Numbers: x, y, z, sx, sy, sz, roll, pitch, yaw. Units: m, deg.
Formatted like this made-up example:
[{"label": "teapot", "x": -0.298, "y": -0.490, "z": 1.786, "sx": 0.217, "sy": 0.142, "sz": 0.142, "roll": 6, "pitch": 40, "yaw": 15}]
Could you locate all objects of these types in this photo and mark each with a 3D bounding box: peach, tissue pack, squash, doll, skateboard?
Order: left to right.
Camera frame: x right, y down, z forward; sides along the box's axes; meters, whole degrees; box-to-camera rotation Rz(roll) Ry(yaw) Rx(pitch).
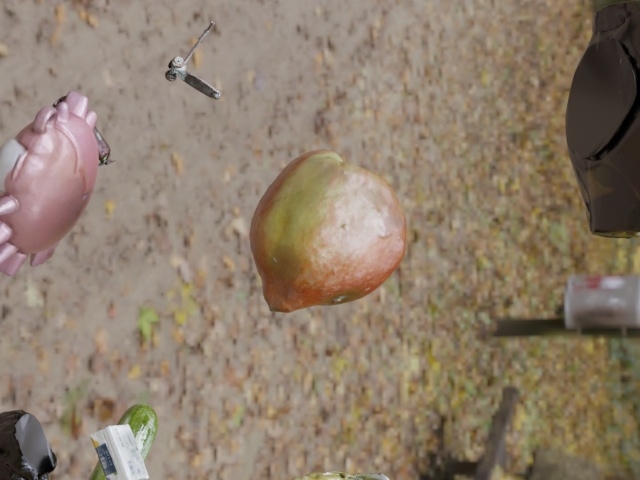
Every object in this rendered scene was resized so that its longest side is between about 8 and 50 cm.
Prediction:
[{"label": "doll", "x": -0.310, "y": -0.058, "z": 1.295, "sx": 0.211, "sy": 0.093, "sz": 0.262, "roll": -60, "pitch": 174, "yaw": -29}, {"label": "squash", "x": -0.311, "y": 0.353, "z": 1.751, "sx": 0.239, "sy": 0.069, "sz": 0.069, "roll": -67, "pitch": 148, "yaw": -33}, {"label": "tissue pack", "x": -0.276, "y": 0.296, "z": 1.579, "sx": 0.083, "sy": 0.042, "sz": 0.062, "roll": 67, "pitch": 17, "yaw": 12}, {"label": "skateboard", "x": -0.121, "y": -0.191, "z": 1.219, "sx": 0.032, "sy": 0.064, "sz": 0.083, "roll": -49, "pitch": -166, "yaw": 48}, {"label": "peach", "x": 0.000, "y": 0.000, "z": 1.717, "sx": 0.256, "sy": 0.232, "sz": 0.232, "roll": -63, "pitch": 154, "yaw": -7}]

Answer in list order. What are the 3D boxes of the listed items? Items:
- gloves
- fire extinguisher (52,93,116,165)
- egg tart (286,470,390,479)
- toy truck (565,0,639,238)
[{"label": "gloves", "x": -0.499, "y": 0.343, "z": 1.751, "sx": 0.129, "sy": 0.181, "sz": 0.106, "roll": 51, "pitch": 22, "yaw": -17}, {"label": "fire extinguisher", "x": -0.363, "y": -0.165, "z": 1.788, "sx": 0.132, "sy": 0.039, "sz": 0.056, "roll": 58, "pitch": 28, "yaw": -24}, {"label": "egg tart", "x": 0.034, "y": 0.452, "z": 1.391, "sx": 0.169, "sy": 0.388, "sz": 0.388, "roll": 111, "pitch": -10, "yaw": -60}, {"label": "toy truck", "x": 0.342, "y": -0.094, "z": 0.739, "sx": 0.405, "sy": 0.254, "sz": 0.180, "roll": 165, "pitch": -70, "yaw": -71}]
